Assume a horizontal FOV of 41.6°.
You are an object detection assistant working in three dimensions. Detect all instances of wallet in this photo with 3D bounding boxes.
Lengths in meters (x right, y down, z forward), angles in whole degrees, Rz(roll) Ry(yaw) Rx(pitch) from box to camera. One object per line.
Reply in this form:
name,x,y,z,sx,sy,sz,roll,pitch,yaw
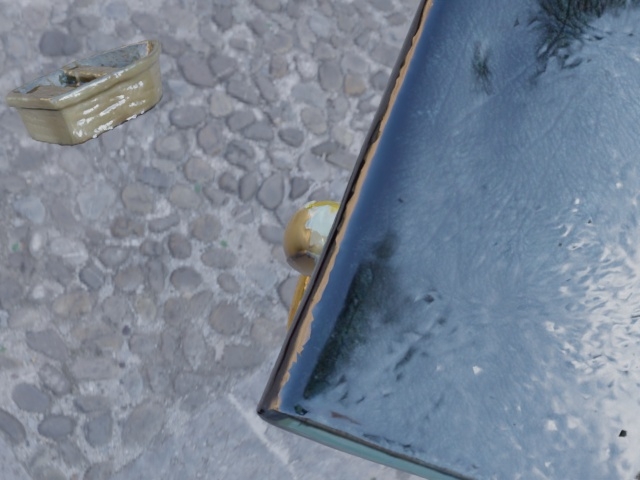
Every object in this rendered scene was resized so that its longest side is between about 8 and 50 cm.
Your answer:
wallet,0.109,-0.052,0.334,0.173,0.045,0.317,21,88,-8

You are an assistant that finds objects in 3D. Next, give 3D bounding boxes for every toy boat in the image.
toy boat,-0.249,-0.171,0.961,0.116,0.061,0.188,11,36,40

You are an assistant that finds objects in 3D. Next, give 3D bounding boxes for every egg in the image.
egg,0.000,0.000,0.775,0.071,0.083,0.071,7,75,-29

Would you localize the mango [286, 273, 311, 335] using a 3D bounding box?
mango,0.035,0.088,1.085,0.147,0.109,0.227,17,72,-8
